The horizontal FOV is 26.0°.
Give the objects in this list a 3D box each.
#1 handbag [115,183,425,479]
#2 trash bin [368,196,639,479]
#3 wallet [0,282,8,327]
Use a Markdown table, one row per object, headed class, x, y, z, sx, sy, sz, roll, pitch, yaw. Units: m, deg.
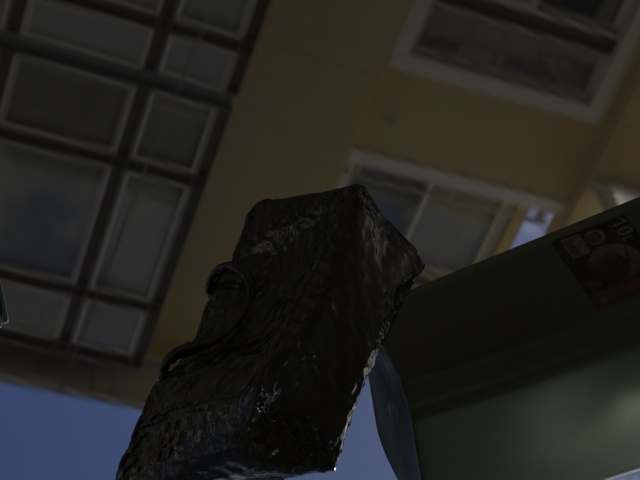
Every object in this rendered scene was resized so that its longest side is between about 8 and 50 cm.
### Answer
| class | x | y | z | sx | sy | sz | roll | pitch | yaw |
| --- | --- | --- | --- | --- | --- | --- | --- | --- | --- |
| handbag | -0.038 | 0.065 | 0.974 | 0.089 | 0.175 | 0.270 | 46 | -127 | -29 |
| trash bin | 0.223 | 0.110 | 1.233 | 0.343 | 0.223 | 0.158 | -19 | -137 | -10 |
| wallet | -0.495 | 0.027 | 1.725 | 0.250 | 0.176 | 0.075 | 12 | -150 | 44 |
